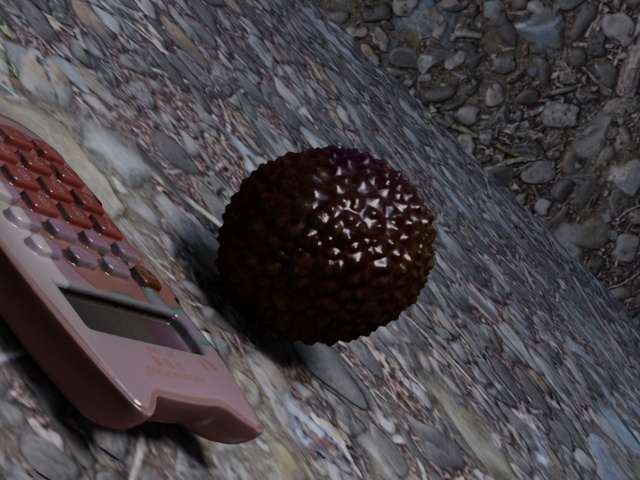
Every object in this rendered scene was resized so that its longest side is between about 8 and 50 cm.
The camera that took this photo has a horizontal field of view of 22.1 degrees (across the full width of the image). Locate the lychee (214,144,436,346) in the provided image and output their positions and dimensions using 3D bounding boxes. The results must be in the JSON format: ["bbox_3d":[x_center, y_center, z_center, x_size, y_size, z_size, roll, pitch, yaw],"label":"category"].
[{"bbox_3d":[0.000,0.000,1.406,0.188,0.188,0.188,46,14,-14],"label":"lychee"}]

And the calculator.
[{"bbox_3d":[-0.176,0.012,1.118,0.329,0.048,0.220,53,15,25],"label":"calculator"}]
